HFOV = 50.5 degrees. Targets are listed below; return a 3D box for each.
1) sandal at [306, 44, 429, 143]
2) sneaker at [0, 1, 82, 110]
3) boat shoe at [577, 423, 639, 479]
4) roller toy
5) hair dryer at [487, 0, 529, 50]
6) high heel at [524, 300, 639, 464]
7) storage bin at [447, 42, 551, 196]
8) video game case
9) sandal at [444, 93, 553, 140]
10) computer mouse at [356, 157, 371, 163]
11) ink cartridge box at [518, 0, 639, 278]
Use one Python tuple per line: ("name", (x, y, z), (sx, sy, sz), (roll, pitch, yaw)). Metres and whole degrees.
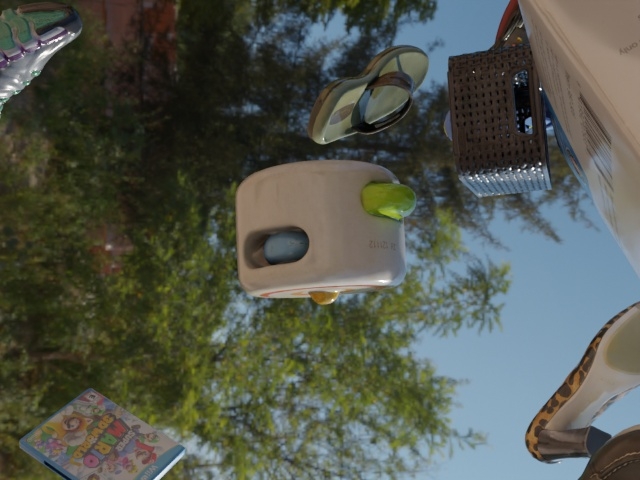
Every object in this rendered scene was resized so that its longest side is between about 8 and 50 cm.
("sandal", (0.092, -0.216, 1.068), (0.086, 0.303, 0.120), (28, -46, 23))
("sneaker", (-0.350, -0.174, 0.728), (0.083, 0.224, 0.098), (58, -9, 42))
("boat shoe", (0.297, 0.305, 0.706), (0.112, 0.095, 0.335), (35, -33, 22))
("roller toy", (0.000, 0.000, 0.776), (0.209, 0.191, 0.146), (134, -47, -78))
("hair dryer", (0.316, -0.397, 1.101), (0.293, 0.080, 0.223), (-65, -175, -4))
("high heel", (0.391, 0.208, 1.008), (0.261, 0.093, 0.186), (-56, -179, -23))
("storage bin", (0.190, -0.117, 0.705), (0.180, 0.084, 0.122), (10, 76, -69))
("video game case", (-0.274, 0.261, 0.857), (0.119, 0.166, 0.015), (-38, 148, -52))
("sandal", (0.402, -0.264, 1.354), (0.138, 0.317, 0.126), (2, 77, -73))
("computer mouse", (0.050, -0.055, 1.540), (0.184, 0.060, 0.262), (3, -109, 62))
("ink cartridge box", (0.312, -0.014, 0.468), (0.285, 0.166, 0.394), (38, 28, -58))
